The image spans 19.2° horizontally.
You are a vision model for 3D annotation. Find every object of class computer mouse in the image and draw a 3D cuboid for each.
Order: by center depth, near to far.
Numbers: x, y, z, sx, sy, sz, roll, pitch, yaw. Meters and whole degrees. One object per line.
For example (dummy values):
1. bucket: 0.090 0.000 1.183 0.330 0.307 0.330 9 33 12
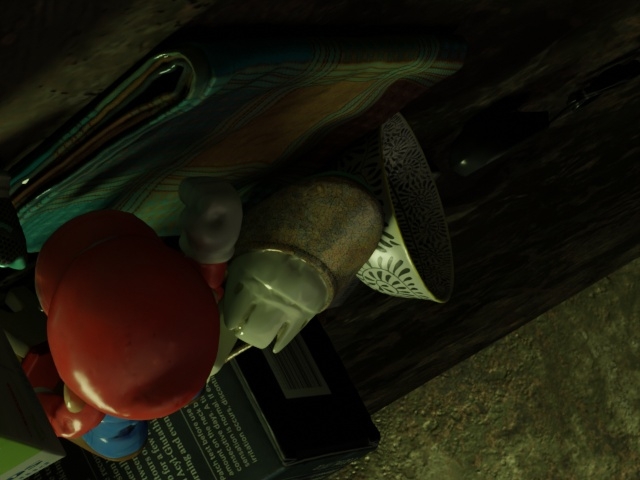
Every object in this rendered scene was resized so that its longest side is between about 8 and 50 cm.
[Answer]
1. computer mouse: 0.214 -0.127 1.807 0.242 0.041 0.071 -29 179 -30

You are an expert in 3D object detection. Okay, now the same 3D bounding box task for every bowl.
1. bowl: 0.046 -0.019 1.585 0.080 0.170 0.170 -17 172 16

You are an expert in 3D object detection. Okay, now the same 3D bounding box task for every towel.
1. towel: -0.073 -0.067 1.380 0.271 0.040 0.370 -35 167 31

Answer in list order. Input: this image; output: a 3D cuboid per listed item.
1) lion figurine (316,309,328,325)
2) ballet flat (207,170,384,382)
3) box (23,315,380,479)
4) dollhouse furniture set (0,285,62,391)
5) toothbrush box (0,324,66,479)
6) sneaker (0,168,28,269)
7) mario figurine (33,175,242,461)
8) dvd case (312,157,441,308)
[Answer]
1. lion figurine: -0.156 0.223 2.109 0.240 0.142 0.392 1 127 -49
2. ballet flat: -0.061 0.054 1.540 0.316 0.107 0.106 -36 -152 45
3. box: -0.188 0.213 1.878 0.395 0.212 0.293 -31 169 16
4. dollhouse furniture set: -0.262 0.215 1.602 0.374 0.152 0.201 -57 165 24
5. toothbrush box: -0.260 0.044 1.010 0.122 0.206 0.283 -29 168 -1
6. sneaker: -0.259 0.022 1.236 0.166 0.076 0.065 -33 167 21
7. mario figurine: -0.152 0.052 1.354 0.170 0.198 0.320 13 162 -1
8. dvd case: 0.000 0.000 1.734 0.179 0.029 0.238 -53 159 22
